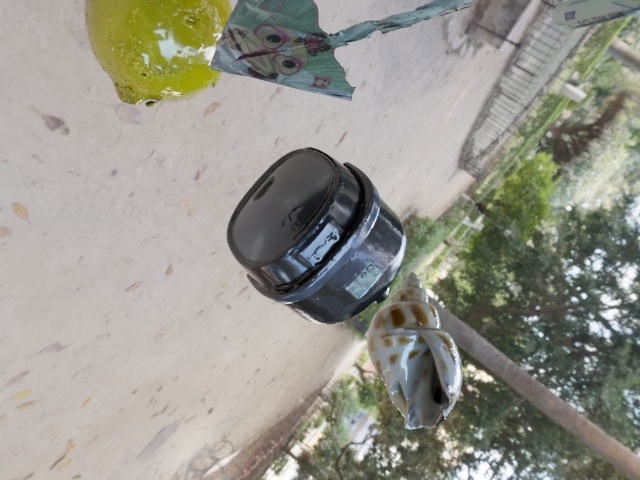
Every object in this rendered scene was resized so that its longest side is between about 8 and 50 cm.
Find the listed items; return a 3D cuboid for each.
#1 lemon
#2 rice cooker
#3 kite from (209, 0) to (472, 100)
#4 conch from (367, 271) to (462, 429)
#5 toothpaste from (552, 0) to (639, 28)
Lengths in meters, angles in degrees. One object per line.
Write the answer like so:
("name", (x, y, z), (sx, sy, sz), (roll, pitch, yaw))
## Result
("lemon", (-0.197, -0.264, 0.515), (0.206, 0.173, 0.173), (-70, 163, 3))
("rice cooker", (0.000, 0.000, 0.675), (0.267, 0.267, 0.224), (-49, 127, -2))
("kite", (0.008, -0.184, 0.380), (0.229, 0.250, 0.012), (19, 68, -69))
("conch", (0.179, 0.201, 0.790), (0.182, 0.275, 0.148), (-18, 171, 40))
("toothpaste", (0.396, -0.298, 0.506), (0.297, 0.074, 0.048), (-113, -147, -67))
